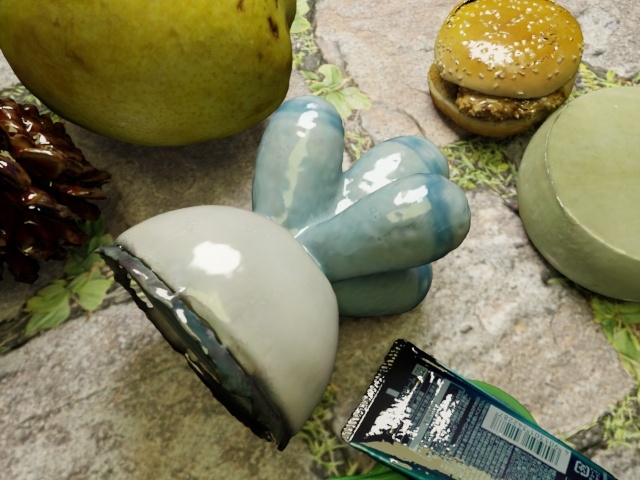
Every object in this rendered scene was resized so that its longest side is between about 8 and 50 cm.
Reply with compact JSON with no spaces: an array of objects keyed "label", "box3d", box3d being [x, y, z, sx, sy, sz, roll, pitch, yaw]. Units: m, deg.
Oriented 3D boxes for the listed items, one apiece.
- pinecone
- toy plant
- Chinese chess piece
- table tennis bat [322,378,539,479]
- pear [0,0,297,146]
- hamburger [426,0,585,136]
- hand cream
[{"label":"pinecone","box3d":[-0.331,-0.045,0.549,0.221,0.221,0.221,1,64,-1]},{"label":"toy plant","box3d":[0.000,0.000,0.527,0.247,0.247,0.332,42,66,17]},{"label":"Chinese chess piece","box3d":[0.350,-0.054,0.620,0.250,0.101,0.250,1,64,-1]},{"label":"table tennis bat","box3d":[0.097,0.221,0.517,0.257,0.039,0.160,-12,64,-10]},{"label":"pear","box3d":[-0.166,-0.239,0.600,0.304,0.304,0.304,1,64,-1]},{"label":"hamburger","box3d":[0.220,-0.218,0.676,0.182,0.118,0.191,20,65,28]},{"label":"hand cream","box3d":[0.161,0.199,0.493,0.270,0.061,0.120,30,60,13]}]
